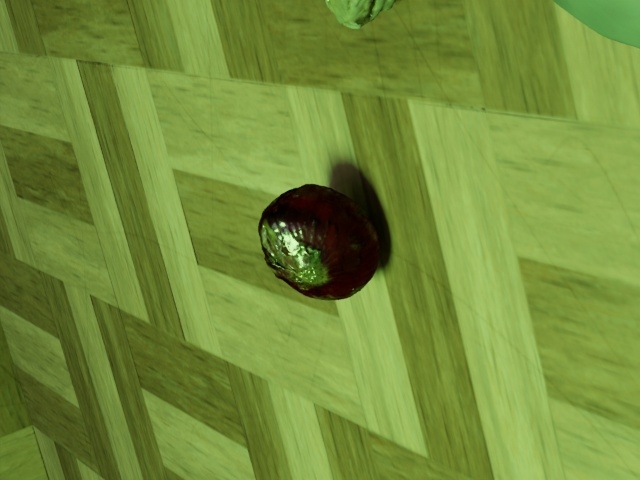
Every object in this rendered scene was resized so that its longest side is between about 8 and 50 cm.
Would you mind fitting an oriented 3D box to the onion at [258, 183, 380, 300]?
[{"bbox_3d":[0.000,0.000,1.416,0.107,0.097,0.107,22,143,18],"label":"onion"}]

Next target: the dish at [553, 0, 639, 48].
[{"bbox_3d":[0.153,-0.215,0.864,0.303,0.120,0.303,47,149,40],"label":"dish"}]

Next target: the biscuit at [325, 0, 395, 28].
[{"bbox_3d":[0.033,-0.256,1.167,0.108,0.062,0.239,58,155,21],"label":"biscuit"}]
